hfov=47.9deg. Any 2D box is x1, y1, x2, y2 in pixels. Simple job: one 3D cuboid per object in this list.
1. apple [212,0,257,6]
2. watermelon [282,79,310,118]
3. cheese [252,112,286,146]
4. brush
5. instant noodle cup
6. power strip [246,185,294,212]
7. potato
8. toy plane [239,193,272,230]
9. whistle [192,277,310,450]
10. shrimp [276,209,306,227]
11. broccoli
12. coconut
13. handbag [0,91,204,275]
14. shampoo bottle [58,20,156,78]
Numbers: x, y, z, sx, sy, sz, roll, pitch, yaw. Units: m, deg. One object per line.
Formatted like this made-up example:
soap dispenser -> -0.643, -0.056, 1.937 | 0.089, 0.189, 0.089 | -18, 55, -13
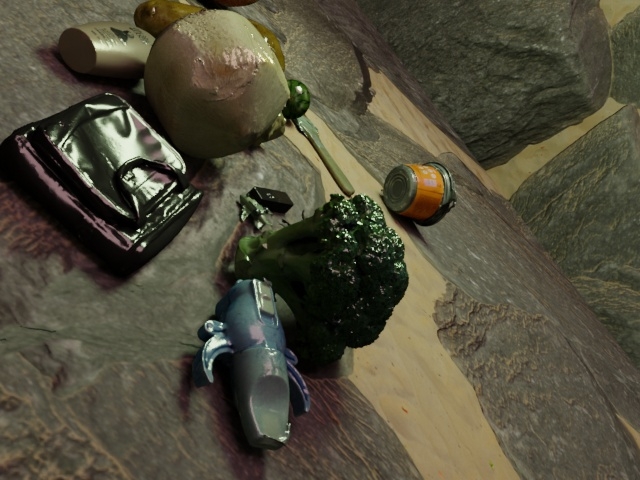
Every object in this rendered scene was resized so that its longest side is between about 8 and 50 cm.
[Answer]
apple -> -0.266, -0.809, 2.012 | 0.309, 0.277, 0.250 | 51, 2, -27
watermelon -> -0.070, -0.353, 1.804 | 0.109, 0.109, 0.109 | 37, 24, -20
cheese -> -0.171, -0.269, 1.506 | 0.175, 0.091, 0.202 | 47, 24, 1
brush -> -0.001, -0.239, 1.833 | 0.085, 0.020, 0.337 | 11, 41, -54
instant noodle cup -> 0.248, -0.130, 1.916 | 0.125, 0.208, 0.178 | 6, 87, -35
power strip -> -0.096, -0.079, 1.393 | 0.111, 0.029, 0.038 | 5, 46, -58
potato -> -0.232, -0.432, 1.578 | 0.369, 0.176, 0.196 | 9, 47, -47
toy plane -> -0.120, -0.055, 1.309 | 0.080, 0.033, 0.083 | -17, 64, -49
whistle -> -0.089, 0.155, 0.961 | 0.180, 0.093, 0.269 | 28, 35, -35
shrimp -> -0.001, 0.001, 1.380 | 0.190, 0.075, 0.073 | 25, 61, -21
broccoli -> 0.002, 0.054, 1.115 | 0.270, 0.270, 0.270 | 9, 25, 4
coconut -> -0.179, -0.272, 1.289 | 0.247, 0.245, 0.245 | 54, 24, 23
handbag -> -0.292, -0.092, 1.022 | 0.244, 0.088, 0.275 | 46, 21, -8
shampoo bottle -> -0.365, -0.347, 1.316 | 0.127, 0.078, 0.257 | 46, 22, 1
